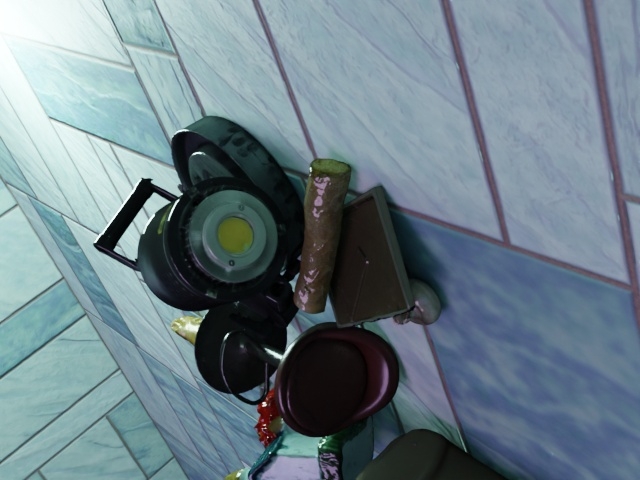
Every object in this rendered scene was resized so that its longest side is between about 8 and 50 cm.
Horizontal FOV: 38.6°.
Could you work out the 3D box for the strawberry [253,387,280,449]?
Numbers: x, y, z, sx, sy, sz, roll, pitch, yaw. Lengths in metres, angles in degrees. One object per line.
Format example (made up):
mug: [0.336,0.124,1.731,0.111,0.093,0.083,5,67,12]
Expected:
strawberry: [-0.007,0.412,1.980,0.261,0.258,0.261,52,-178,-3]

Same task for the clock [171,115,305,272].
clock: [-0.149,-0.082,1.670,0.319,0.066,0.318,39,153,24]

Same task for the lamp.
lamp: [-0.190,0.003,1.528,0.374,0.205,0.272,31,158,3]

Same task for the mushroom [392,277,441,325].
mushroom: [0.141,0.103,1.411,0.085,0.079,0.085,38,155,21]

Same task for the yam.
yam: [0.000,0.000,1.453,0.066,0.066,0.299,36,138,30]

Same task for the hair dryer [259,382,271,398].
hair dryer: [-0.072,0.520,2.365,0.301,0.121,0.361,-5,116,52]

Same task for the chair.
chair: [-0.054,0.237,1.765,0.401,0.226,0.226,11,135,54]

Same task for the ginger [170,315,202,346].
ginger: [-0.298,0.257,2.393,0.206,0.081,0.115,14,151,44]

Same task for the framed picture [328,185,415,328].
framed picture: [0.059,0.036,1.444,0.265,0.018,0.192,-25,79,65]

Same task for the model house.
model house: [-0.048,0.463,1.809,0.291,0.184,0.253,0,110,15]

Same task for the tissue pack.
tissue pack: [0.245,0.541,1.618,0.387,0.267,0.276,24,141,42]
